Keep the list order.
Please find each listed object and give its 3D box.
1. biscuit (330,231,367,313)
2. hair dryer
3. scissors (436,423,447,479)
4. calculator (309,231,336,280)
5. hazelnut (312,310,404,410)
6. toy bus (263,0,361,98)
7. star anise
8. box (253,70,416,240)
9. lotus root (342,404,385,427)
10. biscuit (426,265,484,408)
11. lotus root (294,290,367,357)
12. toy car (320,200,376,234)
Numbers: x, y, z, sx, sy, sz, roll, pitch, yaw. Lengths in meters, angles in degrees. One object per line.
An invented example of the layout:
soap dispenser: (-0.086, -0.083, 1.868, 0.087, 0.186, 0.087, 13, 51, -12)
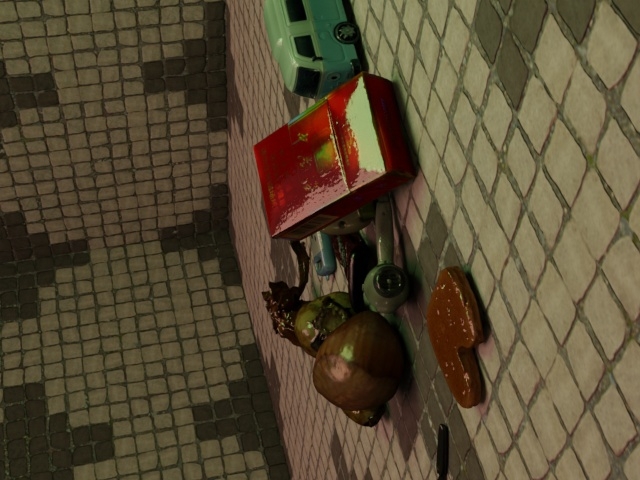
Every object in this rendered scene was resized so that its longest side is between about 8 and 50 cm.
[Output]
biscuit: (0.067, 0.041, 2.030, 0.235, 0.063, 0.151, -116, 21, -62)
hair dryer: (0.124, 0.032, 1.801, 0.229, 0.092, 0.267, 91, 180, -60)
scissors: (0.222, 0.426, 1.703, 0.088, 0.017, 0.220, -119, 24, -60)
calculator: (0.000, 0.000, 2.376, 0.121, 0.039, 0.210, 135, 124, -77)
hazelnut: (0.082, 0.245, 1.876, 0.214, 0.176, 0.214, -55, 14, 21)
toy bus: (-0.021, -0.417, 1.868, 0.133, 0.164, 0.272, 110, 149, -65)
star anise: (-0.069, 0.161, 2.597, 0.237, 0.148, 0.347, 10, 107, 54)
box: (0.017, -0.147, 1.706, 0.313, 0.089, 0.198, -28, 66, 40)
lotus root: (0.077, 0.327, 2.125, 0.258, 0.097, 0.110, -108, 12, -52)
biscuit: (0.222, 0.155, 1.460, 0.192, 0.036, 0.186, 99, 156, -53)
lotus root: (0.025, 0.192, 2.092, 0.314, 0.169, 0.142, 143, 104, -86)
toy car: (0.040, -0.126, 1.938, 0.235, 0.145, 0.235, -10, -90, -82)
